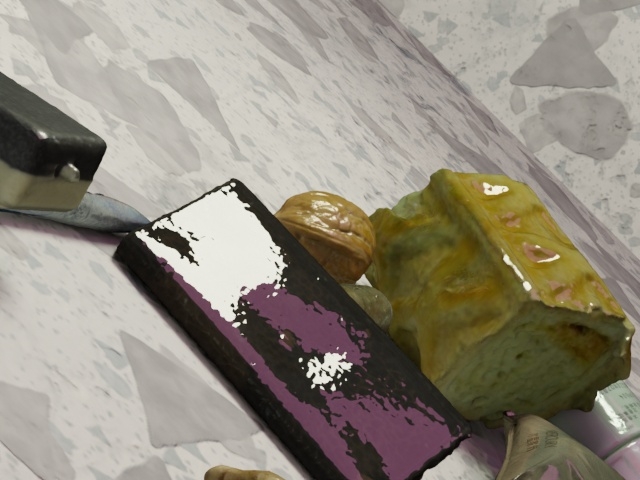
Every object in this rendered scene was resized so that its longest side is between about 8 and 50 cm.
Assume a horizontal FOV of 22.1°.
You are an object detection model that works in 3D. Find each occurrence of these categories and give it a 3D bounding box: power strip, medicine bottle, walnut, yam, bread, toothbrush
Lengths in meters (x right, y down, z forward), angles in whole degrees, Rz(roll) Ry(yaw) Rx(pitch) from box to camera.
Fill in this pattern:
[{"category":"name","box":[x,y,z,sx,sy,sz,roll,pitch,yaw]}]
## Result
[{"category":"power strip","box":[-0.278,-0.102,1.198,0.256,0.070,0.105,31,12,19]},{"category":"medicine bottle","box":[0.314,0.234,1.798,0.135,0.135,0.168,21,28,-55]},{"category":"walnut","box":[0.000,0.000,1.682,0.124,0.105,0.105,31,20,-29]},{"category":"yam","box":[0.004,0.073,1.561,0.068,0.068,0.169,51,19,21]},{"category":"bread","box":[0.179,0.063,1.762,0.238,0.196,0.252,9,39,-27]},{"category":"toothbrush","box":[-0.247,-0.035,1.270,0.413,0.035,0.042,11,57,-62]}]

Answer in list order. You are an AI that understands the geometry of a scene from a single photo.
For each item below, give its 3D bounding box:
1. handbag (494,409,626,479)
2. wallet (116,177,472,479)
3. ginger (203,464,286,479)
[{"category":"handbag","box":[0.234,0.260,1.568,0.182,0.117,0.270,39,14,2]},{"category":"wallet","box":[-0.024,0.090,1.416,0.321,0.044,0.170,48,42,10]},{"category":"ginger","box":[-0.060,0.202,1.065,0.288,0.075,0.089,-65,149,-75]}]
